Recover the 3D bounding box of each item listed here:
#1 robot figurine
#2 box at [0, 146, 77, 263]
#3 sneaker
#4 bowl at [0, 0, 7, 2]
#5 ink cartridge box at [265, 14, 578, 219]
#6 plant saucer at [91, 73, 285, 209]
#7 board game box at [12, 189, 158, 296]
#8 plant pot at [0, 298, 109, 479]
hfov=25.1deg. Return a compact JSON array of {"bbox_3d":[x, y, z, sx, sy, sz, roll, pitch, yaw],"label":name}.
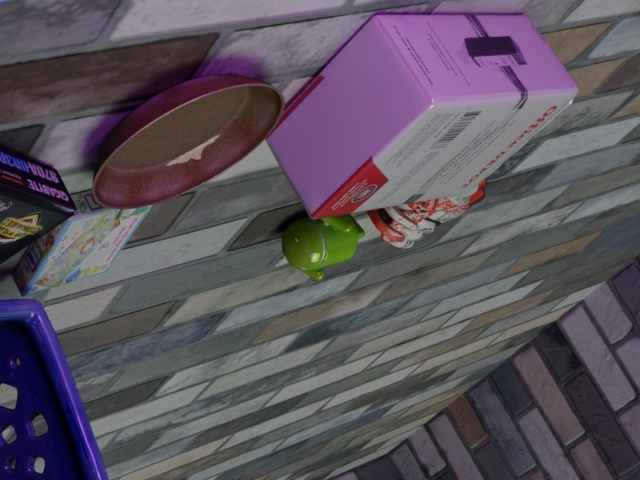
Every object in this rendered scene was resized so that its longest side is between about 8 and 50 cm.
[{"bbox_3d":[0.000,0.000,1.785,0.115,0.067,0.101,-14,148,-42],"label":"robot figurine"},{"bbox_3d":[-0.329,-0.015,1.199,0.175,0.051,0.220,-33,164,10],"label":"box"},{"bbox_3d":[0.124,-0.062,1.773,0.145,0.090,0.270,-33,167,2],"label":"sneaker"},{"bbox_3d":[-0.127,-0.267,0.721,0.391,0.077,0.391,-29,165,-9],"label":"bowl"},{"bbox_3d":[0.109,-0.132,1.489,0.272,0.114,0.197,-9,153,-49],"label":"ink cartridge box"},{"bbox_3d":[-0.128,-0.098,1.326,0.198,0.036,0.198,-27,163,-9],"label":"plant saucer"},{"bbox_3d":[-0.237,-0.003,1.438,0.103,0.026,0.154,-17,159,-38],"label":"board game box"},{"bbox_3d":[-0.375,0.209,1.379,0.212,0.236,0.236,-31,165,30],"label":"plant pot"}]
